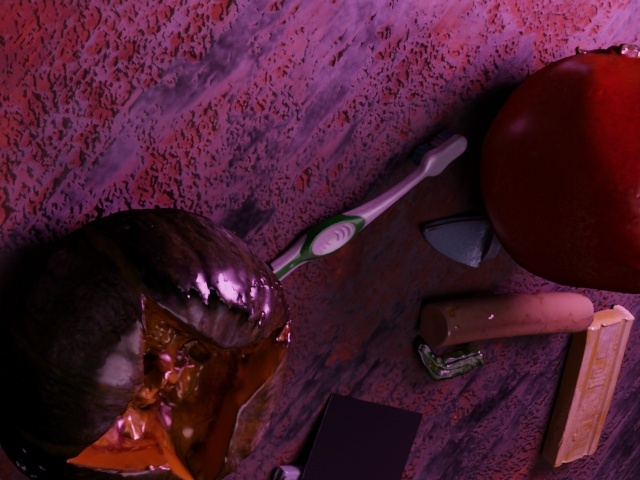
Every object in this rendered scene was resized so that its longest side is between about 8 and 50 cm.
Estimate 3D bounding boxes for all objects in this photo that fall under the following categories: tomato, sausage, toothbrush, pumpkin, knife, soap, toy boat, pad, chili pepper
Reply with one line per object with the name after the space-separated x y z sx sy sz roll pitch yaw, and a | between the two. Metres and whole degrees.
0.356 -0.082 1.652 0.325 0.293 0.290 0 96 -48 | tomato
0.255 0.101 1.851 0.301 0.066 0.066 -4 119 -41 | sausage
0.003 0.002 1.583 0.418 0.040 0.042 -38 126 -14 | toothbrush
-0.170 0.118 1.401 0.320 0.192 0.320 -18 125 -27 | pumpkin
0.001 0.310 1.801 0.162 0.023 0.044 9 110 -44 | knife
0.392 0.215 2.062 0.092 0.037 0.252 -13 125 -36 | soap
0.169 -0.005 1.735 0.122 0.034 0.096 -7 120 -27 | toy boat
0.056 0.272 1.817 0.190 0.004 0.127 19 91 -45 | pad
0.161 0.157 1.833 0.118 0.035 0.055 12 97 -34 | chili pepper

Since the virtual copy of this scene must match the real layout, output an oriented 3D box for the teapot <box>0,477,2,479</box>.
-0.387 0.302 1.383 0.298 0.139 0.204 -2 116 -39 | teapot
